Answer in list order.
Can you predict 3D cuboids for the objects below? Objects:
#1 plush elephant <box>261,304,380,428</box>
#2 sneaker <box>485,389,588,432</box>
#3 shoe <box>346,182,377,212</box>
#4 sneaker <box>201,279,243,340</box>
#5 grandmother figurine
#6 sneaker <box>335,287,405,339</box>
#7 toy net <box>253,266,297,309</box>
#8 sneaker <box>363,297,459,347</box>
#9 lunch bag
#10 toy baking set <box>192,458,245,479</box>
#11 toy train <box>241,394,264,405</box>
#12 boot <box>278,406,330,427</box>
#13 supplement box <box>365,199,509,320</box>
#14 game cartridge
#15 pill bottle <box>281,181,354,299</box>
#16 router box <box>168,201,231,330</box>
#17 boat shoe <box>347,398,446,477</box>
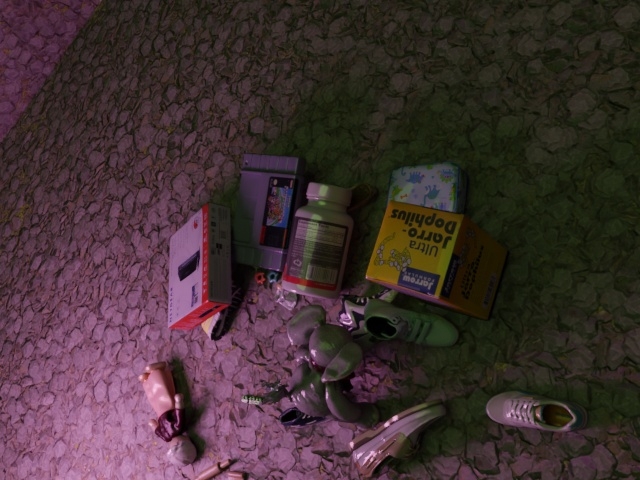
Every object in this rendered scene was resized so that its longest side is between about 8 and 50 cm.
[{"bbox_3d":[0.030,0.314,1.650,0.255,0.330,0.272,-57,47,23],"label":"plush elephant"},{"bbox_3d":[0.493,0.395,1.483,0.228,0.092,0.087,-5,75,33],"label":"sneaker"},{"bbox_3d":[0.075,-0.116,1.933,0.219,0.058,0.077,-20,88,31],"label":"shoe"},{"bbox_3d":[-0.330,0.215,2.074,0.094,0.081,0.209,27,89,42],"label":"sneaker"},{"bbox_3d":[-0.488,0.565,2.064,0.208,0.104,0.342,-55,53,41],"label":"grandmother figurine"},{"bbox_3d":[0.129,0.169,1.781,0.153,0.094,0.235,39,108,26],"label":"sneaker"},{"bbox_3d":[-0.152,0.124,2.006,0.122,0.045,0.232,-36,60,18],"label":"toy net"},{"bbox_3d":[0.227,0.234,1.623,0.255,0.151,0.094,17,106,6],"label":"sneaker"},{"bbox_3d":[0.293,-0.121,1.767,0.219,0.090,0.176,-2,74,32],"label":"lunch bag"},{"bbox_3d":[-0.323,0.785,1.926,0.256,0.030,0.197,-31,62,22],"label":"toy baking set"},{"bbox_3d":[-0.207,0.490,1.949,0.083,0.017,0.024,0,85,33],"label":"toy train"},{"bbox_3d":[-0.022,0.483,1.789,0.190,0.086,0.069,-30,62,22],"label":"boot"},{"bbox_3d":[0.295,0.057,1.550,0.194,0.356,0.195,14,84,34],"label":"supplement box"},{"bbox_3d":[-0.170,-0.092,1.992,0.230,0.068,0.355,9,89,38],"label":"game cartridge"},{"bbox_3d":[0.000,0.000,1.843,0.176,0.176,0.319,11,90,35],"label":"pill bottle"},{"bbox_3d":[-0.396,0.092,2.072,0.301,0.082,0.336,-34,53,46],"label":"router box"},{"bbox_3d":[0.208,0.506,1.629,0.302,0.113,0.103,-40,59,29],"label":"boat shoe"}]
